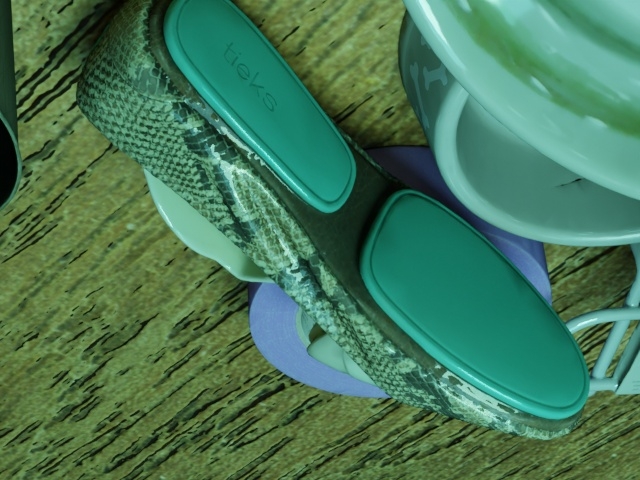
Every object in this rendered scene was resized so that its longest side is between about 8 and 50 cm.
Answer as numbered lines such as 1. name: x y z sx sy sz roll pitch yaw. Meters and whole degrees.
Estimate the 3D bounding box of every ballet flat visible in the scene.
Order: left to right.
1. ballet flat: 0.000 0.000 1.347 0.483 0.164 0.182 43 135 -12

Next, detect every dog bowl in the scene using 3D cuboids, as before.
1. dog bowl: 0.238 -0.124 1.339 0.348 0.102 0.349 -3 142 -2

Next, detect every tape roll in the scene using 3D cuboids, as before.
1. tape roll: 0.070 0.035 1.540 0.274 0.090 0.275 -3 142 -3

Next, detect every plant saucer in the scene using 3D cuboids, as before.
1. plant saucer: 0.223 -0.195 1.063 0.400 0.100 0.400 25 143 21

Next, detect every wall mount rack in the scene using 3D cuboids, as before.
1. wall mount rack: 0.340 0.089 1.597 0.350 0.130 0.304 -1 139 -16

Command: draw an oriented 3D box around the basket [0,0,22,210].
1. basket: -0.284 -0.155 1.144 0.154 0.227 0.204 -18 141 17
